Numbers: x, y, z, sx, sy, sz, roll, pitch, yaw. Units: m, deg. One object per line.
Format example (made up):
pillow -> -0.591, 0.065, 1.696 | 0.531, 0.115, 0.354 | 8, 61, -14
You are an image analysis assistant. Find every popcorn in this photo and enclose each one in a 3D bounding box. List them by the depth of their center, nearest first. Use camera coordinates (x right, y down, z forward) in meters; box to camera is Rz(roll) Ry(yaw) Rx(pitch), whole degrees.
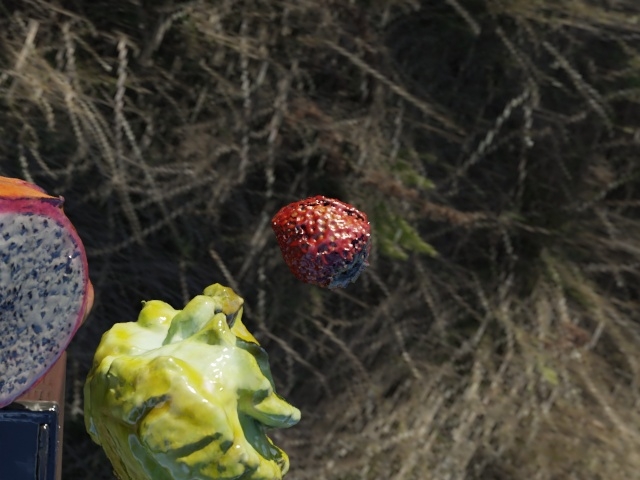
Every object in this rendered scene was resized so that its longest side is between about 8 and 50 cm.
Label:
popcorn -> -0.118, 0.156, 1.180 | 0.183, 0.221, 0.204 | -29, 128, -9

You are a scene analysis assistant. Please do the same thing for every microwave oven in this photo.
microwave oven -> -0.433, 0.281, 1.711 | 0.178, 0.188, 0.247 | 4, 113, -6

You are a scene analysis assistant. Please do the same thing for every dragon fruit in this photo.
dragon fruit -> -0.420, 0.040, 1.475 | 0.290, 0.189, 0.291 | -33, 134, -42

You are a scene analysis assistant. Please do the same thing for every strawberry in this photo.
strawberry -> 0.000, 0.000, 1.128 | 0.083, 0.096, 0.083 | -39, 141, -41
